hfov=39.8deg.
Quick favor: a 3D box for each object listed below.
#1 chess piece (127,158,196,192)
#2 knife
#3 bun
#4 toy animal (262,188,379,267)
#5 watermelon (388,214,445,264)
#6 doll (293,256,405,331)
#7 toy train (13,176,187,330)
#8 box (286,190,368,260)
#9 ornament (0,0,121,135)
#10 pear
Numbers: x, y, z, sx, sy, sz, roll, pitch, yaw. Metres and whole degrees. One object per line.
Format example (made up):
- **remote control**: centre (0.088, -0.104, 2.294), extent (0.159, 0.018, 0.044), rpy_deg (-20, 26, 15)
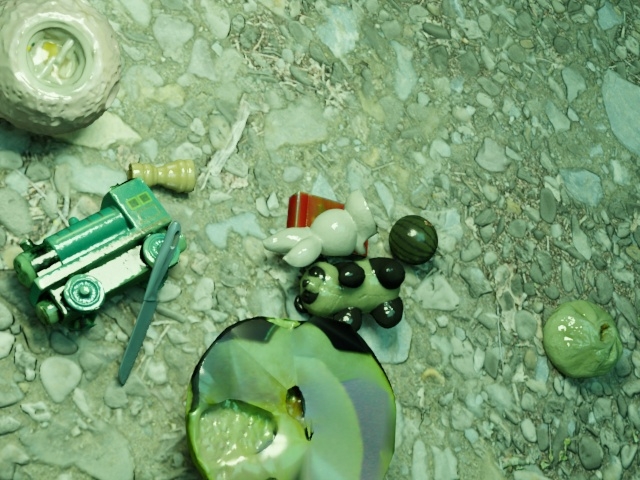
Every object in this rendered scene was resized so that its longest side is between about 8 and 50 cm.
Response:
- **chess piece**: centre (-0.306, -0.123, 1.698), extent (0.122, 0.066, 0.066), rpy_deg (-4, 73, -25)
- **knife**: centre (-0.297, 0.111, 1.534), extent (0.044, 0.019, 0.313), rpy_deg (7, 107, -61)
- **bun**: centre (0.613, 0.226, 2.047), extent (0.195, 0.118, 0.195), rpy_deg (8, 70, -24)
- **toy animal**: centre (0.003, 0.000, 1.753), extent (0.221, 0.130, 0.103), rpy_deg (-28, 57, -10)
- **watermelon**: centre (0.212, 0.006, 1.906), extent (0.133, 0.105, 0.105), rpy_deg (34, 56, 10)
- **doll**: centre (0.066, 0.101, 1.779), extent (0.234, 0.135, 0.143), rpy_deg (-6, 110, -29)
- **toy train**: centre (-0.389, 0.027, 1.565), extent (0.298, 0.120, 0.194), rpy_deg (-32, 81, -34)
- **box**: centre (0.016, -0.028, 1.847), extent (0.175, 0.048, 0.112), rpy_deg (15, 67, -24)
- **ornament**: centre (-0.483, -0.316, 1.566), extent (0.260, 0.225, 0.259), rpy_deg (-2, 96, -24)
- **pear**: centre (-0.074, 0.327, 1.591), extent (0.399, 0.165, 0.398), rpy_deg (11, 67, -26)
